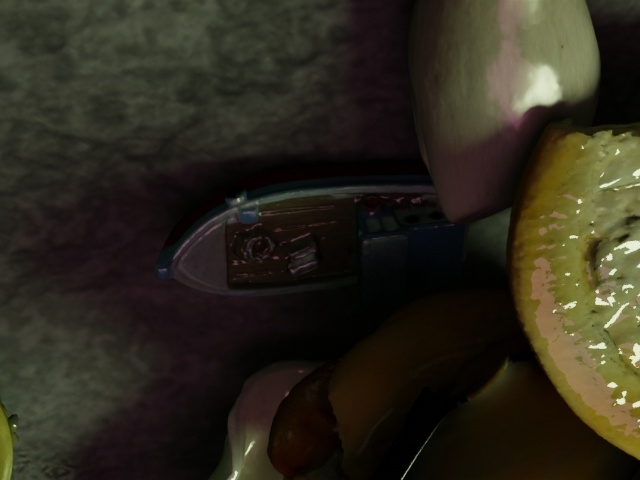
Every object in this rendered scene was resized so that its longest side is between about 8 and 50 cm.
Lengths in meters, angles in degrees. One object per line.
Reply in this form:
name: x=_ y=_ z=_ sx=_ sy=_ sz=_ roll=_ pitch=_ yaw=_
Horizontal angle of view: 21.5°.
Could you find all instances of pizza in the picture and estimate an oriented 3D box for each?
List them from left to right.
pizza: x=0.214 y=0.016 z=0.798 sx=0.262 sy=0.034 sz=0.181 roll=-12 pitch=101 yaw=-13

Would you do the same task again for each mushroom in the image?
mushroom: x=0.091 y=-0.099 z=0.791 sx=0.097 sy=0.088 sz=0.212 roll=-7 pitch=124 yaw=-17

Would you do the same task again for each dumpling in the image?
dumpling: x=-0.012 y=0.131 z=0.952 sx=0.169 sy=0.100 sz=0.134 roll=-11 pitch=117 yaw=-3

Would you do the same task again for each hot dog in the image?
hot dog: x=0.066 y=0.109 z=0.893 sx=0.194 sy=0.107 sz=0.326 roll=-61 pitch=151 yaw=1

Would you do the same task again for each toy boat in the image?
toy boat: x=0.000 y=0.000 z=0.871 sx=0.173 sy=0.058 sz=0.069 roll=-4 pitch=129 yaw=-7

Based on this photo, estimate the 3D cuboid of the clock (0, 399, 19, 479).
clock: x=-0.285 y=0.109 z=0.911 sx=0.237 sy=0.057 sz=0.237 roll=-6 pitch=130 yaw=-8
